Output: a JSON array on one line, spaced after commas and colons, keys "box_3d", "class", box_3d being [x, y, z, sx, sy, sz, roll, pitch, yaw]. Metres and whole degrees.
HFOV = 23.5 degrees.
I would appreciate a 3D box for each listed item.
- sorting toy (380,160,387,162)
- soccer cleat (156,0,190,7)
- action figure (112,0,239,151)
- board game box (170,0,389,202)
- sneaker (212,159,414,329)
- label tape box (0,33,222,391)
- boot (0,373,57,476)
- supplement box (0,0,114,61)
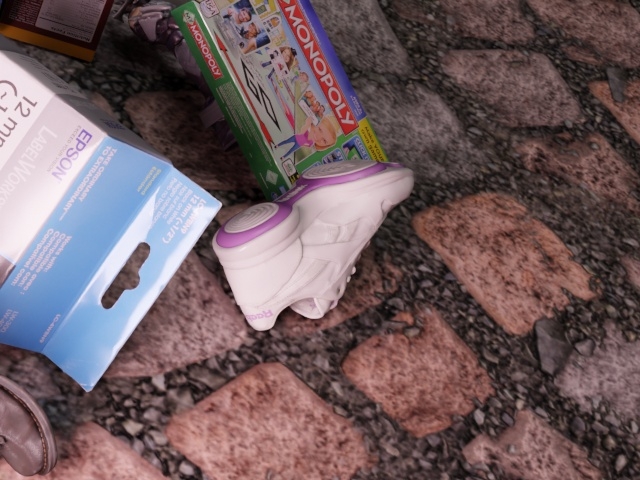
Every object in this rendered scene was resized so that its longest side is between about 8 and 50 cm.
[{"box_3d": [0.065, -0.071, 1.974, 0.012, 0.083, 0.062, 13, -14, 29], "class": "sorting toy"}, {"box_3d": [-0.112, -0.397, 2.206, 0.143, 0.116, 0.331, 33, 38, 5], "class": "soccer cleat"}, {"box_3d": [-0.166, -0.249, 2.013, 0.285, 0.099, 0.185, 47, 22, 7], "class": "action figure"}, {"box_3d": [-0.042, -0.184, 1.950, 0.213, 0.046, 0.317, -37, 103, -49], "class": "board game box"}, {"box_3d": [0.000, 0.000, 1.832, 0.305, 0.152, 0.114, -30, 23, -37], "class": "sneaker"}, {"box_3d": [-0.315, -0.042, 1.567, 0.348, 0.249, 0.115, 37, 7, 10], "class": "label tape box"}, {"box_3d": [-0.381, 0.188, 1.393, 0.229, 0.091, 0.263, -50, 125, -28], "class": "boot"}, {"box_3d": [-0.322, -0.374, 1.982, 0.129, 0.194, 0.191, 16, 40, -16], "class": "supplement box"}]
